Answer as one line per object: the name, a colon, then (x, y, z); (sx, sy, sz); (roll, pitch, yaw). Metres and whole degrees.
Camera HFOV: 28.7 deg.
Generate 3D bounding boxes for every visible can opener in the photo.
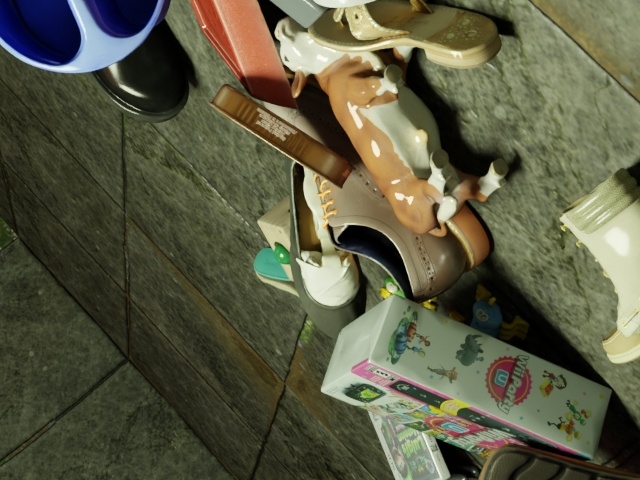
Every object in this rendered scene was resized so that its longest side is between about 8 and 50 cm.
can opener: (0.196, 0.384, 2.091); (0.073, 0.059, 0.186); (58, 158, -18)

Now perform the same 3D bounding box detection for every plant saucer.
plant saucer: (-0.128, -0.304, 1.510); (0.259, 0.047, 0.258); (56, 170, 51)

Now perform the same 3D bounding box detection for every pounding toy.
pounding toy: (-0.008, 0.008, 1.763); (0.100, 0.141, 0.130); (16, 141, 55)

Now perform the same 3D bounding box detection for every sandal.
sandal: (0.075, -0.240, 1.274); (0.240, 0.088, 0.079); (19, 147, 40)

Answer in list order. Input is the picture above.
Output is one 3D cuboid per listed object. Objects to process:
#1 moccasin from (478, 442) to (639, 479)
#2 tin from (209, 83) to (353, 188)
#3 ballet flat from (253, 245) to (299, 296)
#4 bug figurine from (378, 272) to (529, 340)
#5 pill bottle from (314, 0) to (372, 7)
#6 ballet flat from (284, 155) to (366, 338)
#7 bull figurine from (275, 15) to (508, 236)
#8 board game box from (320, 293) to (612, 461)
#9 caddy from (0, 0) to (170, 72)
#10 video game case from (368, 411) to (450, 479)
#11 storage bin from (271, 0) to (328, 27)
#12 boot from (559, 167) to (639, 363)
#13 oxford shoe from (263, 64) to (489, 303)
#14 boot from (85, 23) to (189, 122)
moccasin: (0.372, 0.355, 1.500); (0.380, 0.139, 0.147); (11, 162, 15)
tin: (-0.045, -0.125, 1.481); (0.189, 0.040, 0.106); (33, 180, 12)
ballet flat: (-0.008, 0.064, 1.967); (0.248, 0.086, 0.086); (25, 147, 51)
bug figurine: (0.146, 0.078, 1.671); (0.279, 0.072, 0.216); (39, 156, 26)
pill bottle: (-0.008, -0.373, 1.085); (0.181, 0.181, 0.323); (25, 147, 48)
ballet flat: (0.000, 0.000, 1.671); (0.096, 0.095, 0.281); (-128, 25, -86)
bull figurine: (0.076, -0.143, 1.406); (0.310, 0.101, 0.188); (54, 157, -8)
board game box: (0.178, 0.189, 1.587); (0.303, 0.098, 0.224); (23, 161, -8)
caddy: (-0.323, -0.373, 1.541); (0.179, 0.241, 0.341); (-82, -31, -84)
video game case: (0.140, 0.326, 2.067); (0.173, 0.022, 0.190); (68, 158, 12)
storage bin: (-0.010, -0.291, 1.307); (0.091, 0.135, 0.098); (43, 159, -8)
boot: (0.306, 0.028, 1.267); (0.165, 0.077, 0.213); (46, 153, 9)
oxford shoe: (0.039, -0.075, 1.547); (0.363, 0.132, 0.130); (44, 158, 17)
boot: (-0.287, -0.337, 1.766); (0.348, 0.131, 0.260); (53, 159, -7)
